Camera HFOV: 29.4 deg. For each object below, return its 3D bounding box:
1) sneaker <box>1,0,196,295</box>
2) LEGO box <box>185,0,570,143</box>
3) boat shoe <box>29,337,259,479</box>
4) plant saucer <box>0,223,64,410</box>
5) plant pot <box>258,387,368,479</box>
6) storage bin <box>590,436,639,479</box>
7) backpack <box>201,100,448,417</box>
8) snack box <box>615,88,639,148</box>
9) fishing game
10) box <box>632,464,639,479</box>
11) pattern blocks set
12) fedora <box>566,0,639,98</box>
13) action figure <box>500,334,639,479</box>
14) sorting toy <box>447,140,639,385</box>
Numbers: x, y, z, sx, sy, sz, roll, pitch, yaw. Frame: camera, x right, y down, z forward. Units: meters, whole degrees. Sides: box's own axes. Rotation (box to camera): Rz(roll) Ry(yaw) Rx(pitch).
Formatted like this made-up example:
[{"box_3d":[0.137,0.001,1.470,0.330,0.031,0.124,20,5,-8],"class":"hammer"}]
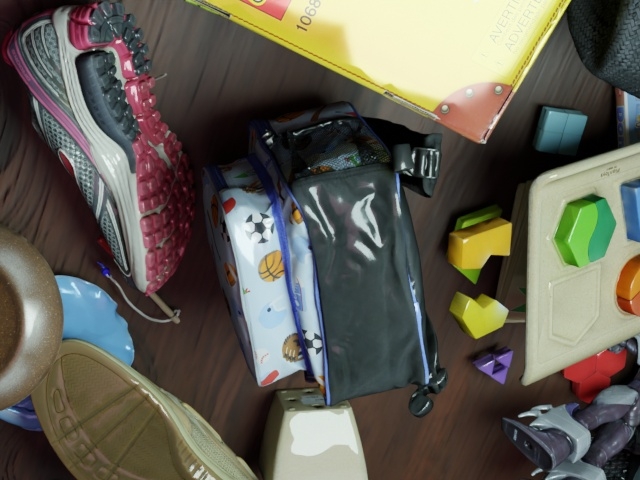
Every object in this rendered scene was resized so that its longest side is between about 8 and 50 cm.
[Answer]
[{"box_3d":[-0.201,-0.084,1.161,0.112,0.121,0.299,-2,120,22],"class":"sneaker"},{"box_3d":[0.084,-0.389,1.017,0.372,0.193,0.500,24,108,-20],"class":"LEGO box"},{"box_3d":[-0.172,0.225,1.287,0.121,0.110,0.341,-38,108,7],"class":"boat shoe"},{"box_3d":[-0.351,0.076,1.190,0.198,0.036,0.199,0,93,7],"class":"plant saucer"},{"box_3d":[-0.009,0.218,1.337,0.109,0.109,0.096,-2,102,-10],"class":"plant pot"},{"box_3d":[0.352,0.310,1.402,0.122,0.180,0.084,0,114,-11],"class":"storage bin"},{"box_3d":[0.000,0.000,1.146,0.213,0.263,0.277,-5,116,-3],"class":"backpack"},{"box_3d":[0.341,-0.098,1.261,0.064,0.022,0.178,-5,94,-14],"class":"snack box"},{"box_3d":[-0.284,0.113,1.267,0.264,0.041,0.189,-37,122,4],"class":"fishing game"},{"box_3d":[0.454,0.195,1.378,0.220,0.051,0.175,-7,122,-48],"class":"box"},{"box_3d":[0.270,0.018,1.332,0.285,0.026,0.325,15,110,-23],"class":"pattern blocks set"},{"box_3d":[0.316,-0.243,1.066,0.152,0.334,0.334,11,112,-15],"class":"fedora"},{"box_3d":[0.337,0.188,1.361,0.285,0.099,0.185,-27,122,-30],"class":"action figure"},{"box_3d":[0.243,0.030,1.158,0.307,0.041,0.229,-18,120,-34],"class":"sorting toy"}]
